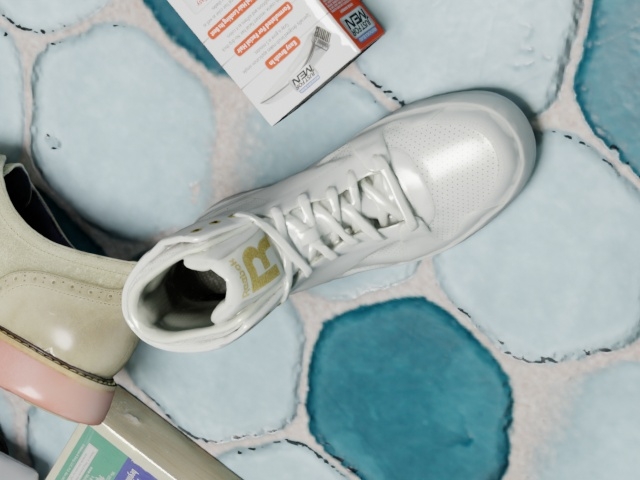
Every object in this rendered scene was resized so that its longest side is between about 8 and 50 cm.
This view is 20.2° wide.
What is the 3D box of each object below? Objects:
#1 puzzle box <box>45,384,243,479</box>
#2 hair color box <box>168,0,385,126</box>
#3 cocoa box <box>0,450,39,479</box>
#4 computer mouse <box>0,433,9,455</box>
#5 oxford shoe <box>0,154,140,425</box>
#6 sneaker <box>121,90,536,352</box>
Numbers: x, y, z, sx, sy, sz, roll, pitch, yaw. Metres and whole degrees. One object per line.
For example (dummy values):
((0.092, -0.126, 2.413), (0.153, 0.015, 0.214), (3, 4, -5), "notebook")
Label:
((-0.157, 0.344, 1.520), (0.272, 0.052, 0.409), (37, 123, 6), "puzzle box")
((-0.047, -0.173, 1.229), (0.093, 0.053, 0.167), (-38, 92, 32), "hair color box")
((-0.425, 0.310, 1.486), (0.228, 0.231, 0.347), (29, 129, -8), "cocoa box")
((-0.398, 0.127, 1.531), (0.262, 0.060, 0.184), (3, 115, 24), "computer mouse")
((-0.294, -0.013, 1.401), (0.397, 0.140, 0.146), (31, 92, 16), "oxford shoe")
((0.000, 0.000, 1.218), (0.292, 0.169, 0.108), (-24, 99, 31), "sneaker")
